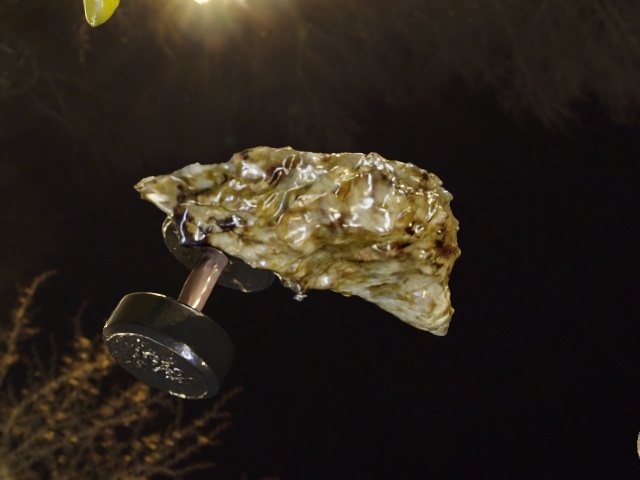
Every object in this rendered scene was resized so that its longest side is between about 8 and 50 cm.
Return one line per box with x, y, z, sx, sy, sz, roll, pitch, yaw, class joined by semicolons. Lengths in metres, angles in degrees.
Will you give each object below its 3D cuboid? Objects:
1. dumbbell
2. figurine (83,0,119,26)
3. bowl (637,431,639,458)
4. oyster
-0.145;0.060;1.400;0.152;0.152;0.218;-18;-142;48;dumbbell
-0.260;-0.410;1.174;0.169;0.218;0.327;-15;-118;59;figurine
0.434;0.086;1.059;0.345;0.157;0.345;-18;-168;4;bowl
0.025;-0.004;1.142;0.204;0.396;0.111;-29;-133;51;oyster
